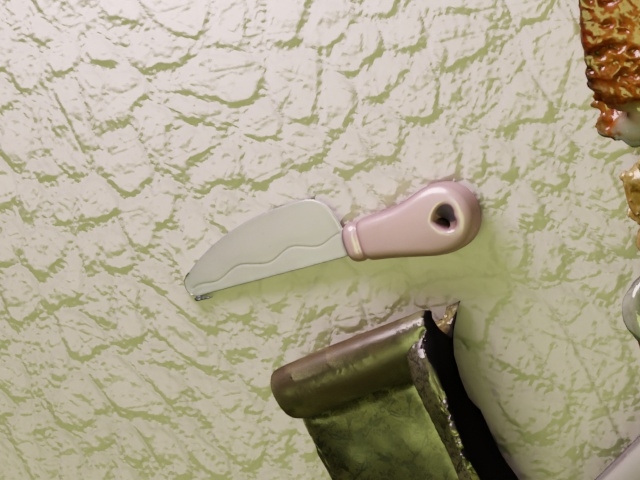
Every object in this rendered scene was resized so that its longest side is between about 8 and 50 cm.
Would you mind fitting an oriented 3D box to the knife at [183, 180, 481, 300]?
[{"bbox_3d":[0.000,-0.003,1.823,0.336,0.043,0.081,-12,95,24],"label":"knife"}]

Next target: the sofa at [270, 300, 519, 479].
[{"bbox_3d":[0.078,0.209,1.776,0.200,0.182,0.258,-21,97,24],"label":"sofa"}]

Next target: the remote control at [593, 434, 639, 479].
[{"bbox_3d":[0.371,0.244,1.706,0.221,0.103,0.332,30,116,-21],"label":"remote control"}]

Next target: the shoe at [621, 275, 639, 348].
[{"bbox_3d":[0.330,0.066,1.653,0.125,0.228,0.099,-6,78,49],"label":"shoe"}]

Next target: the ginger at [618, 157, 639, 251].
[{"bbox_3d":[0.347,-0.037,1.637,0.205,0.081,0.115,-9,105,50],"label":"ginger"}]

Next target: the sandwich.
[{"bbox_3d":[0.345,-0.170,1.623,0.292,0.109,0.212,19,119,19],"label":"sandwich"}]
